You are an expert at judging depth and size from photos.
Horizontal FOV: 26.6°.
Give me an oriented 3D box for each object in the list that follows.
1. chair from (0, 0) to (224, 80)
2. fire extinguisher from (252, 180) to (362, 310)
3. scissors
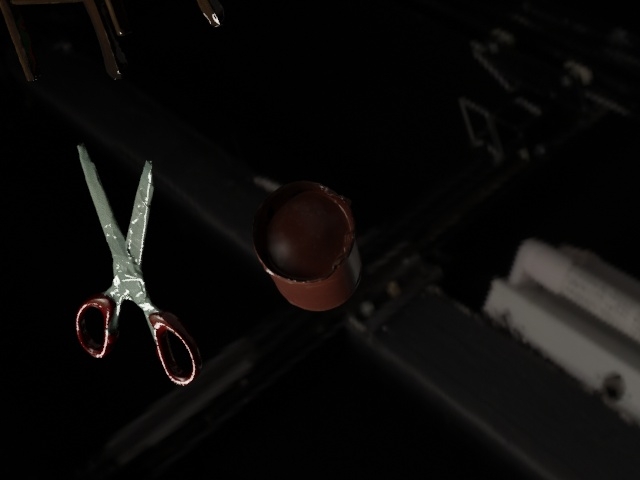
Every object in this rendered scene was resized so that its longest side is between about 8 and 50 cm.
[{"bbox_3d":[-0.235,-0.317,1.225,0.186,0.319,0.160,5,-148,44],"label":"chair"},{"bbox_3d":[0.000,0.000,1.503,0.107,0.337,0.147,21,-97,6],"label":"fire extinguisher"},{"bbox_3d":[-0.182,0.023,1.285,0.144,0.247,0.017,15,-144,23],"label":"scissors"}]
